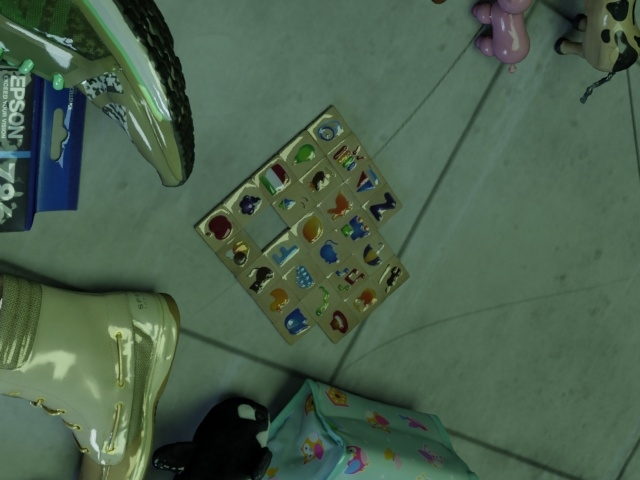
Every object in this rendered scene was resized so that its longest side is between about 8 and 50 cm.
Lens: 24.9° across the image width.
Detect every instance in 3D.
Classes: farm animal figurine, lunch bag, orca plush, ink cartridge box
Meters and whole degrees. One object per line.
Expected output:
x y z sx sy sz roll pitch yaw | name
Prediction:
0.248 -0.329 1.489 0.330 0.172 0.327 17 101 -33 | farm animal figurine
0.013 0.311 1.637 0.223 0.160 0.262 22 113 -37 | lunch bag
-0.150 0.264 1.514 0.102 0.151 0.287 40 63 -15 | orca plush
-0.365 -0.089 1.322 0.332 0.065 0.165 -4 111 -28 | ink cartridge box

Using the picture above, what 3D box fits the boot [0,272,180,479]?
-0.266 0.167 1.458 0.203 0.095 0.262 10 102 -32 | boot

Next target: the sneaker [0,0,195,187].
-0.262 -0.203 1.276 0.182 0.158 0.410 -32 103 11 | sneaker

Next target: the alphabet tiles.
0.000 0.000 1.589 0.198 0.009 0.237 -42 124 -8 | alphabet tiles
